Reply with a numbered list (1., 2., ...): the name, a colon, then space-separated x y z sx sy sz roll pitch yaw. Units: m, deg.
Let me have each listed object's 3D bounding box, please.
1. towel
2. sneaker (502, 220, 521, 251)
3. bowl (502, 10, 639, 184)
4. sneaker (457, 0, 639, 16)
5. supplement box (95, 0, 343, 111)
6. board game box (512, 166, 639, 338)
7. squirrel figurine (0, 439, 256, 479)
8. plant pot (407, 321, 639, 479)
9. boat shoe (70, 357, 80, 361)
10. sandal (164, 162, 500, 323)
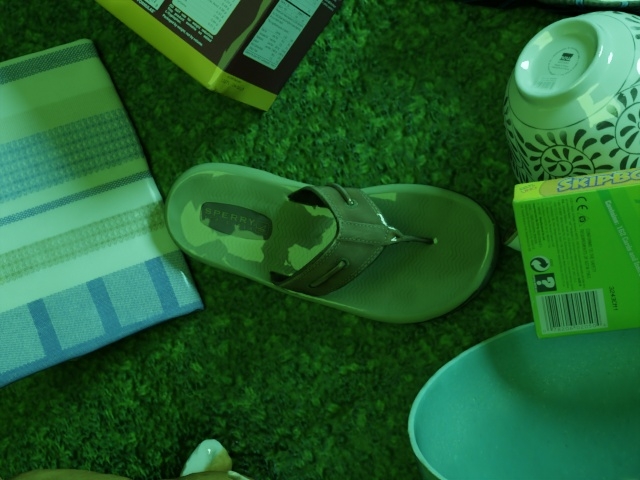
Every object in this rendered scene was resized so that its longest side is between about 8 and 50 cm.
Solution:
1. towel: -0.250 -0.031 1.090 0.209 0.034 0.285 -22 81 -17
2. sneaker: 0.242 -0.037 0.968 0.192 0.064 0.086 -45 91 6
3. bowl: 0.199 -0.117 0.927 0.170 0.080 0.170 -25 45 28
4. sneaker: 0.191 -0.225 0.976 0.211 0.080 0.081 12 94 17
5. supplement box: -0.083 -0.250 1.038 0.191 0.129 0.194 39 99 16
6. board game box: 0.279 0.001 0.885 0.260 0.039 0.124 -6 119 16
7. squirrel figurine: -0.214 0.278 0.974 0.397 0.370 0.281 -23 81 44
8. plant pot: 0.222 0.194 0.870 0.290 0.290 0.195 -6 111 17
9. boat shoe: -0.238 0.034 1.115 0.048 0.056 0.153 -22 74 20
10. sandal: -0.001 0.001 1.024 0.303 0.086 0.120 8 90 17
